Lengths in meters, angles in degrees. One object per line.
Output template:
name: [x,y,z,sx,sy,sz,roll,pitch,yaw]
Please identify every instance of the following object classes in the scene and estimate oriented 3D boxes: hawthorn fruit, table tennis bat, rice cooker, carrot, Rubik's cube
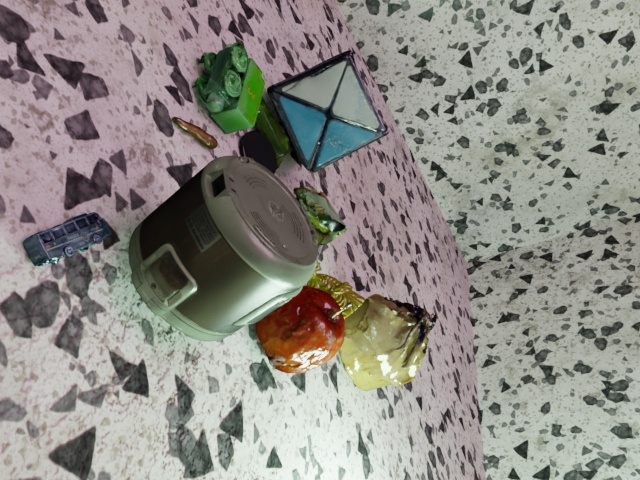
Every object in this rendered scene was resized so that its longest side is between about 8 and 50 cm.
hawthorn fruit: [-0.025,0.221,1.579,0.242,0.271,0.242,48,27,-35]
table tennis bat: [-0.181,-0.224,1.858,0.150,0.027,0.236,-2,79,-51]
rice cooker: [-0.206,0.028,1.256,0.335,0.325,0.335,43,25,-26]
carrot: [-0.329,-0.286,1.594,0.165,0.035,0.036,33,44,-52]
Rubik's cube: [0.018,-0.432,2.024,0.310,0.307,0.305,-114,179,-75]

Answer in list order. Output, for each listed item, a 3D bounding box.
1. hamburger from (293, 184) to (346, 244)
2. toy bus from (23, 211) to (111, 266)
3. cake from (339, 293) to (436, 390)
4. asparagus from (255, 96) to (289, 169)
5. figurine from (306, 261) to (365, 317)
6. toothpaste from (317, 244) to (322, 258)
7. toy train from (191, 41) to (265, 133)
hamburger: [-0.026,-0.086,1.963,0.214,0.125,0.235,45,19,11]
toy bus: [-0.451,-0.004,1.088,0.065,0.047,0.166,64,24,-8]
cake: [0.249,0.326,2.053,0.332,0.321,0.332,44,36,-44]
asparagus: [-0.187,-0.391,1.934,0.082,0.085,0.343,-40,113,-40]
figurine: [-0.029,0.095,1.827,0.315,0.187,0.168,59,27,-8]
toothpaste: [0.000,0.000,2.055,0.052,0.033,0.218,75,28,-44]
toy train: [-0.254,-0.442,1.743,0.188,0.132,0.243,48,42,-48]
